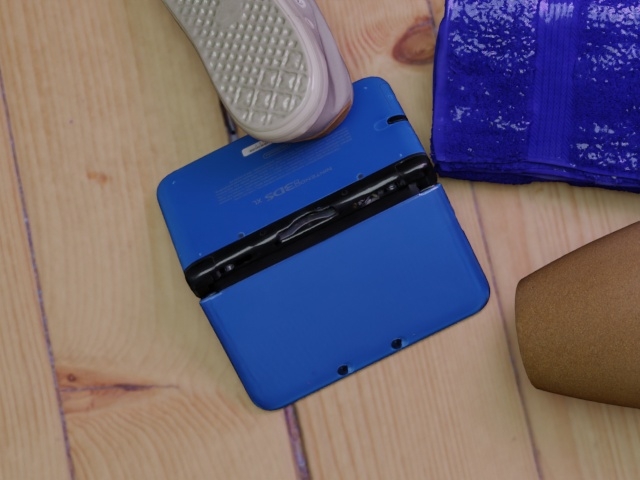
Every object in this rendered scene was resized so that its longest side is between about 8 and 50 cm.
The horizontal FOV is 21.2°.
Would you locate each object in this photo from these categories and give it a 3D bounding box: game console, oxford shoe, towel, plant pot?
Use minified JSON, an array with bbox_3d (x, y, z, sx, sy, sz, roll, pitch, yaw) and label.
[{"bbox_3d":[0.000,0.000,1.897,0.293,0.173,0.250,-26,46,2],"label":"game console"},{"bbox_3d":[-0.086,-0.282,1.913,0.169,0.130,0.449,-34,60,19],"label":"oxford shoe"},{"bbox_3d":[0.270,-0.155,1.808,0.308,0.076,0.228,5,115,11],"label":"towel"},{"bbox_3d":[0.337,0.080,1.753,0.254,0.237,0.237,-10,78,20],"label":"plant pot"}]
